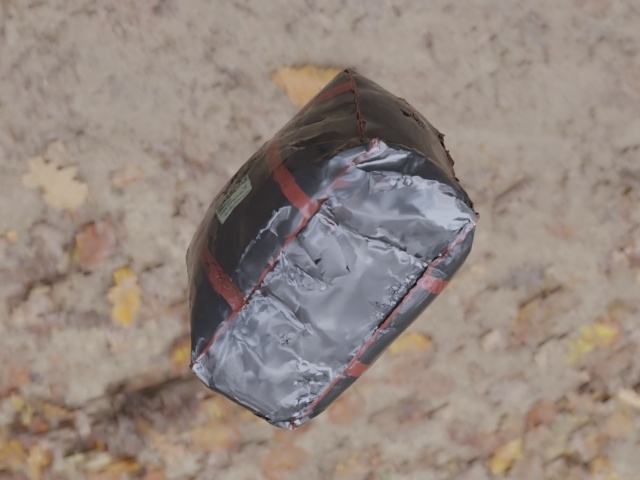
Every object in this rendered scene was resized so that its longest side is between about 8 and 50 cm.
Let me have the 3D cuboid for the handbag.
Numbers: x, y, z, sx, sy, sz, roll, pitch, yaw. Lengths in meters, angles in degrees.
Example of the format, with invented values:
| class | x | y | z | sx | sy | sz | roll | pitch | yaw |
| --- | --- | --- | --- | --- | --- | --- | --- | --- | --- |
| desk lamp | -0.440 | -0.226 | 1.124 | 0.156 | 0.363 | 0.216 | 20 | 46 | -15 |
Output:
| class | x | y | z | sx | sy | sz | roll | pitch | yaw |
| --- | --- | --- | --- | --- | --- | --- | --- | --- | --- |
| handbag | 0.000 | 0.000 | 1.053 | 0.155 | 0.169 | 0.215 | 36 | 105 | -16 |
